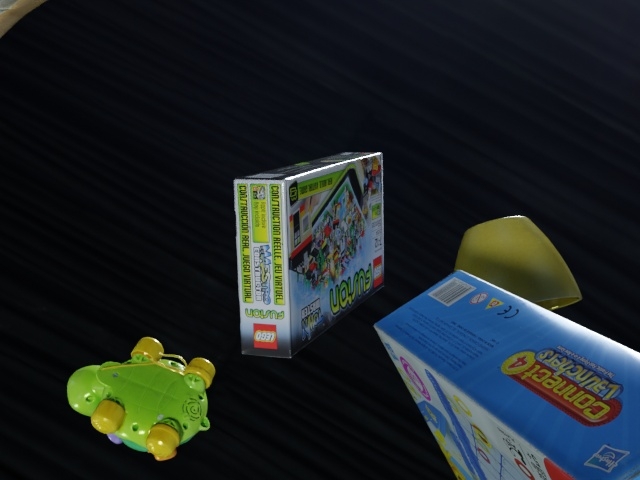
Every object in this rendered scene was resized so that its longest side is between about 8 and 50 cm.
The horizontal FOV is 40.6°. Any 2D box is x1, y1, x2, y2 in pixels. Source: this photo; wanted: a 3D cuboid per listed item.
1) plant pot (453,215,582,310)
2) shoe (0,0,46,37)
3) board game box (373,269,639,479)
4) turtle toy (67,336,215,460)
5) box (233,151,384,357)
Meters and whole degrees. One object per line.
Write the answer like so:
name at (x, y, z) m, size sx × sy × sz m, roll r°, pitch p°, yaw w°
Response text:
plant pot at (0.194, 0.030, 0.904) m, size 0.134 × 0.134 × 0.095 m, roll 118°, pitch 142°, yaw -73°
shoe at (-0.202, -0.161, 0.528) m, size 0.219 × 0.058 × 0.077 m, roll -25°, pitch 39°, yaw 14°
board game box at (0.186, 0.194, 0.577) m, size 0.086 × 0.302 × 0.308 m, roll -31°, pitch 16°, yaw -9°
turtle toy at (-0.154, 0.137, 0.732) m, size 0.066 × 0.130 × 0.095 m, roll 103°, pitch -169°, yaw -46°
box at (0.000, 0.000, 0.625) m, size 0.207 × 0.036 × 0.114 m, roll -27°, pitch -63°, yaw -67°
